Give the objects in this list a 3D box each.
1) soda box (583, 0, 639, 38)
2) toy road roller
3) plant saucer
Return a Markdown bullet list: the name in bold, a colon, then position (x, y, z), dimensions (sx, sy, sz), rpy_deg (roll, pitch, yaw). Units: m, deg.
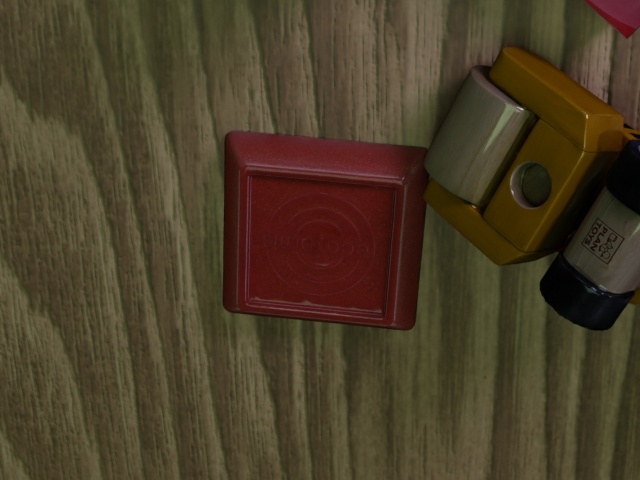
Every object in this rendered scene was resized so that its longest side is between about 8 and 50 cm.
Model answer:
- **soda box**: position (0.260, -0.339, 1.245), dimensions (0.263, 0.092, 0.083), rpy_deg (38, 115, -11)
- **toy road roller**: position (0.307, -0.062, 1.341), dimensions (0.329, 0.240, 0.202), rpy_deg (43, 120, 29)
- **plant saucer**: position (0.000, 0.000, 1.467), dimensions (0.258, 0.048, 0.259), rpy_deg (6, 117, 5)
